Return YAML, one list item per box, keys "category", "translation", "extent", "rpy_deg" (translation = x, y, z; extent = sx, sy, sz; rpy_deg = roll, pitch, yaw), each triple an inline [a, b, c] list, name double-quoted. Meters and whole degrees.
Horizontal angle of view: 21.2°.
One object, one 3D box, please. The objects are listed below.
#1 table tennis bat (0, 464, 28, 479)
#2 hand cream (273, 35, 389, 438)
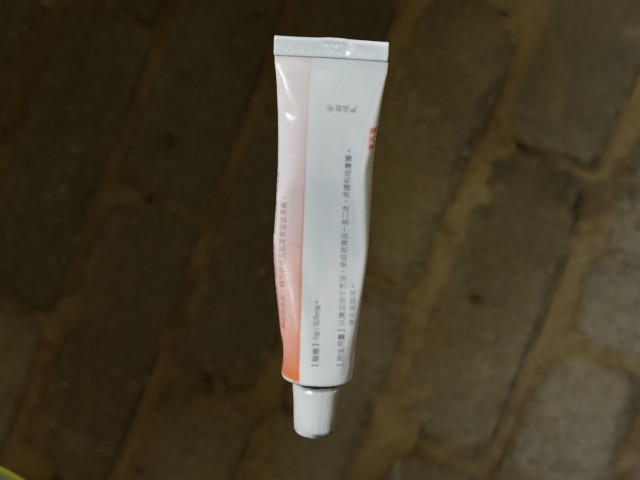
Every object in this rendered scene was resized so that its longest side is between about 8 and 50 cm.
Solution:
- category: "table tennis bat"
  translation: [-0.144, 0.210, 0.836]
  extent: [0.224, 0.368, 0.054]
  rpy_deg: [-26, -35, -59]
- category: "hand cream"
  translation: [-0.001, 0.000, 0.900]
  extent: [0.038, 0.052, 0.216]
  rpy_deg: [-148, 58, -61]
